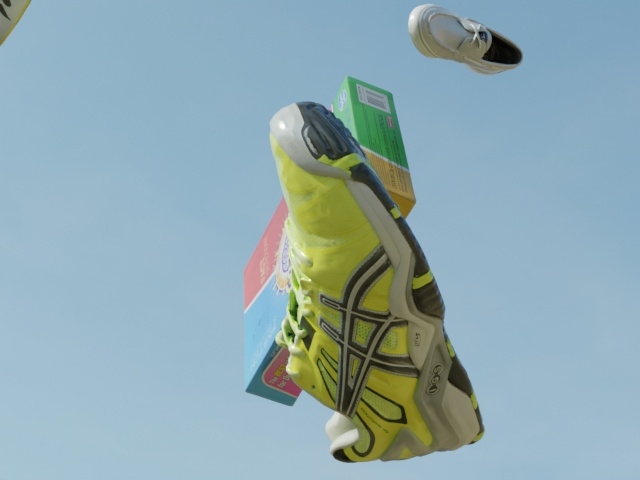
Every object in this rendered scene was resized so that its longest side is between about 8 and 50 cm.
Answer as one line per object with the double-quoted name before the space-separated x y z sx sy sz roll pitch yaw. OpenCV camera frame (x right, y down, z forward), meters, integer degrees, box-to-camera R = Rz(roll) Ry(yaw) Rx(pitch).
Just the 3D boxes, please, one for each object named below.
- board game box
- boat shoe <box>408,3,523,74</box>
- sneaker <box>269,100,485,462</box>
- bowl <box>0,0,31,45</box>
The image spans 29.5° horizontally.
"board game box" 0.000 0.000 1.430 0.064 0.242 0.316 19 -59 -17
"boat shoe" 0.179 -0.240 1.470 0.063 0.066 0.184 0 -14 42
"sneaker" 0.026 0.060 1.043 0.147 0.145 0.384 -23 -59 1
"bowl" -0.242 -0.172 0.729 0.170 0.170 0.080 -15 -32 37
